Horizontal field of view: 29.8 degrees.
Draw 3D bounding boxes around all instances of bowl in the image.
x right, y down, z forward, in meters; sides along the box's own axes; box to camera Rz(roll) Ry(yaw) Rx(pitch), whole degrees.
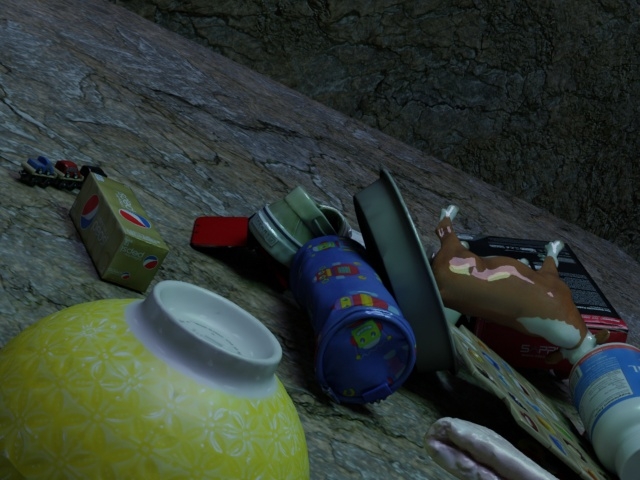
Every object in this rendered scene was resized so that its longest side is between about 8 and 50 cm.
[{"bbox_3d":[-0.117,0.126,0.949,0.289,0.156,0.289,28,14,-8],"label":"bowl"}]

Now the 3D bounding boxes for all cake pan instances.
[{"bbox_3d":[0.109,0.049,1.603,0.293,0.054,0.293,161,-90,-88],"label":"cake pan"}]

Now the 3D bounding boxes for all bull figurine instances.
[{"bbox_3d":[0.283,0.070,1.746,0.310,0.101,0.188,22,38,-17],"label":"bull figurine"}]

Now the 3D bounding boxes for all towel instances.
[{"bbox_3d":[0.255,0.265,1.108,0.317,0.053,0.332,30,-5,19],"label":"towel"}]

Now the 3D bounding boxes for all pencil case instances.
[{"bbox_3d":[0.036,0.095,1.476,0.119,0.133,0.306,-14,20,-3],"label":"pencil case"}]

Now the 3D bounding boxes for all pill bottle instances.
[{"bbox_3d":[0.420,0.244,1.623,0.124,0.124,0.221,26,23,-17],"label":"pill bottle"}]

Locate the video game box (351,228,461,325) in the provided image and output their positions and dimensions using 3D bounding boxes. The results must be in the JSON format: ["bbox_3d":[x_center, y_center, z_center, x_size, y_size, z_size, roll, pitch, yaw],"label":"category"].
[{"bbox_3d":[0.112,0.054,1.953,0.205,0.048,0.187,24,13,-24],"label":"video game box"}]

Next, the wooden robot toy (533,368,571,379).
[{"bbox_3d":[0.398,0.209,1.988,0.173,0.079,0.076,7,47,3],"label":"wooden robot toy"}]

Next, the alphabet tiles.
[{"bbox_3d":[0.295,0.236,1.585,0.342,0.011,0.285,40,10,-19],"label":"alphabet tiles"}]

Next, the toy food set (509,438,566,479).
[{"bbox_3d":[0.270,0.279,1.515,0.083,0.020,0.082,15,20,-50],"label":"toy food set"}]

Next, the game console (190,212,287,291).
[{"bbox_3d":[-0.111,0.017,1.679,0.124,0.085,0.144,59,7,-16],"label":"game console"}]

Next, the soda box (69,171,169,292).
[{"bbox_3d":[-0.238,-0.012,1.402,0.058,0.061,0.181,23,15,-31],"label":"soda box"}]

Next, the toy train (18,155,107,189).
[{"bbox_3d":[-0.326,-0.085,1.537,0.027,0.036,0.158,36,14,24],"label":"toy train"}]

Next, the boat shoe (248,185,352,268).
[{"bbox_3d":[0.000,0.000,1.699,0.109,0.094,0.302,55,10,18],"label":"boat shoe"}]

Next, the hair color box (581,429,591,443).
[{"bbox_3d":[0.465,0.318,1.725,0.093,0.053,0.167,17,17,-42],"label":"hair color box"}]

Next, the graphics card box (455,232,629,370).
[{"bbox_3d":[0.340,0.096,1.993,0.233,0.094,0.371,4,21,-7],"label":"graphics card box"}]
